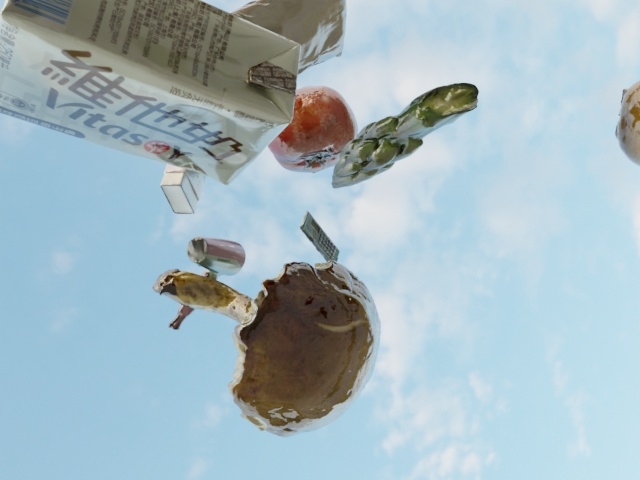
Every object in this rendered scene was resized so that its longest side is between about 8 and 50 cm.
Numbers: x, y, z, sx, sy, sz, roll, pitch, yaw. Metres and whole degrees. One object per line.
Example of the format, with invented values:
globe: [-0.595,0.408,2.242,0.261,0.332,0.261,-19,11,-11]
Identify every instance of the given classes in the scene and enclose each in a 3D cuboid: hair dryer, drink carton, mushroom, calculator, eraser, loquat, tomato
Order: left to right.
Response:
drink carton: [-0.212,-0.195,0.815,0.324,0.194,0.132,17,-116,-24]
eraser: [-0.273,-0.171,1.460,0.095,0.052,0.225,76,-162,-52]
hair dryer: [-0.178,0.067,1.025,0.154,0.054,0.106,-62,-24,7]
mushroom: [-0.053,0.094,0.934,0.233,0.302,0.208,3,-49,-44]
tomato: [-0.022,-0.271,1.683,0.232,0.232,0.188,4,-112,-35]
calculator: [0.000,0.000,1.677,0.172,0.018,0.057,51,-136,-42]
loquat: [0.507,-0.175,1.026,0.141,0.141,0.141,-6,-80,-35]

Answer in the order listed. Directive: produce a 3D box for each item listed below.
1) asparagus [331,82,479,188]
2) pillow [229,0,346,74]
asparagus: [0.105,-0.152,1.040,0.080,0.287,0.080,22,-128,-31]
pillow: [-0.047,-0.307,1.054,0.270,0.067,0.173,-42,-30,-34]
